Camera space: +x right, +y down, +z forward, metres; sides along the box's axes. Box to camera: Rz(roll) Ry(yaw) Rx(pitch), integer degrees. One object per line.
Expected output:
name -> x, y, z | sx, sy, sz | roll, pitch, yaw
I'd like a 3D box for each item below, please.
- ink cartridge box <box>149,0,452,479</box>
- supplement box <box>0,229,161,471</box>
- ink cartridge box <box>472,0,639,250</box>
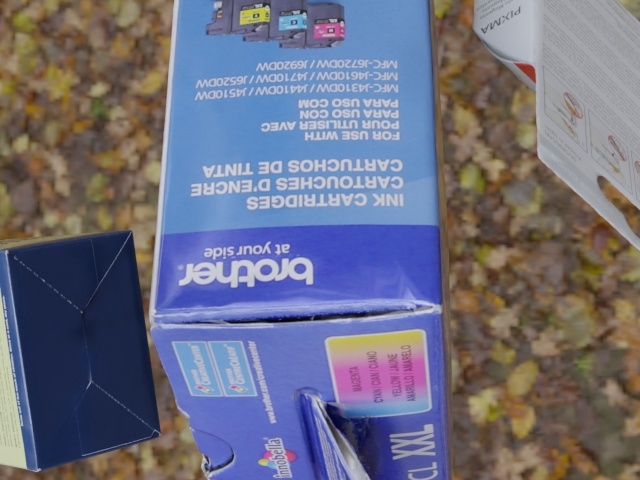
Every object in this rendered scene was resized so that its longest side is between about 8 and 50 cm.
ink cartridge box -> 0.000, 0.000, 0.834 | 0.151, 0.270, 0.395 | -1, 56, 6
supplement box -> -0.113, 0.041, 0.557 | 0.083, 0.056, 0.083 | -4, 95, 49
ink cartridge box -> 0.173, -0.070, 0.889 | 0.066, 0.189, 0.232 | -29, 36, 37
